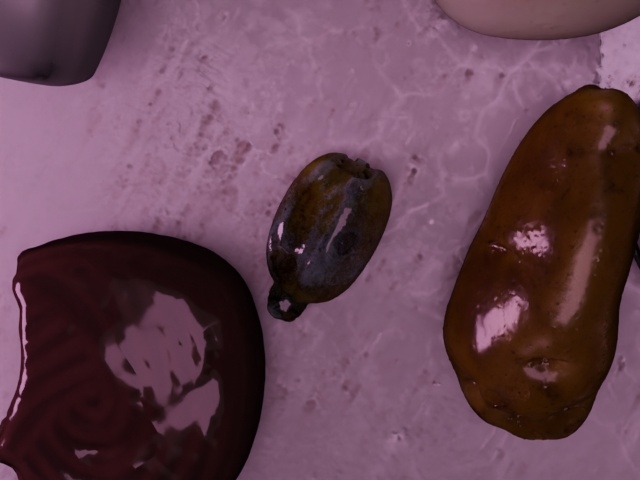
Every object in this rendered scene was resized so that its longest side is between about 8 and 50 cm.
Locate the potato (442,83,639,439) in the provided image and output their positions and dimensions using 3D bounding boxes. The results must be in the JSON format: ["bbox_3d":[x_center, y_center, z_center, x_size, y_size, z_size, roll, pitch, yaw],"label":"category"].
[{"bbox_3d":[0.230,0.021,1.522,0.176,0.195,0.369,17,101,10],"label":"potato"}]

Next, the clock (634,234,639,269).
[{"bbox_3d":[0.469,-0.051,1.563,0.325,0.067,0.325,1,97,5],"label":"clock"}]

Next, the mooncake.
[{"bbox_3d":[-0.210,0.143,1.591,0.334,0.174,0.326,44,100,-2],"label":"mooncake"}]

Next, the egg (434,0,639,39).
[{"bbox_3d":[0.245,-0.339,1.444,0.345,0.283,0.283,-40,92,20],"label":"egg"}]

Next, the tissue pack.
[{"bbox_3d":[-0.365,-0.298,1.518,0.333,0.229,0.236,13,98,2],"label":"tissue pack"}]

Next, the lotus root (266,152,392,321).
[{"bbox_3d":[0.000,0.000,1.597,0.113,0.088,0.192,30,99,17],"label":"lotus root"}]
